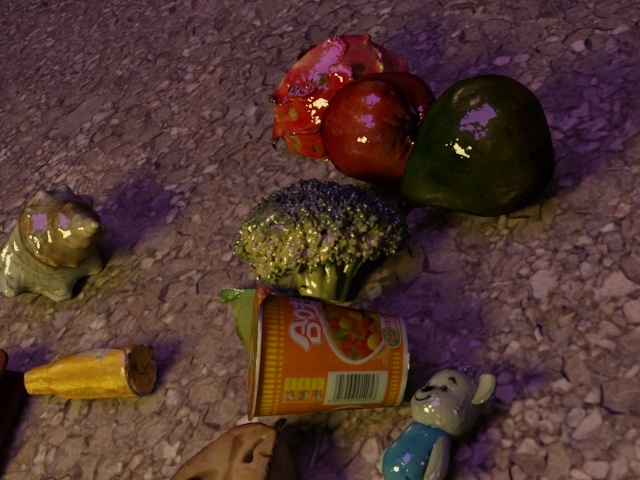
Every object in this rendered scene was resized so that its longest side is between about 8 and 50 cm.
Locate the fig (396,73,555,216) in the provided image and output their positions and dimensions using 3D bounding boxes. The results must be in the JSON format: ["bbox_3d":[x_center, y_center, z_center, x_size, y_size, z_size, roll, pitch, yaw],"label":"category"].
[{"bbox_3d":[0.203,-0.112,1.304,0.245,0.195,0.195,-31,40,10],"label":"fig"}]

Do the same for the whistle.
[{"bbox_3d":[0.116,0.239,1.085,0.114,0.077,0.235,1,50,57],"label":"whistle"}]

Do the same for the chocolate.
[{"bbox_3d":[-0.352,0.203,1.396,0.219,0.085,0.085,-11,44,25],"label":"chocolate"}]

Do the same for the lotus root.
[{"bbox_3d":[-0.115,0.323,1.091,0.170,0.074,0.260,-7,32,25],"label":"lotus root"}]

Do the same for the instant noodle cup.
[{"bbox_3d":[0.008,0.143,1.151,0.185,0.168,0.168,4,43,-8],"label":"instant noodle cup"}]

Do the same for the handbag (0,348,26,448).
[{"bbox_3d":[-0.603,0.298,1.439,0.276,0.084,0.260,-15,41,20],"label":"handbag"}]

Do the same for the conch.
[{"bbox_3d":[-0.469,0.027,1.595,0.203,0.169,0.386,-37,0,-42],"label":"conch"}]

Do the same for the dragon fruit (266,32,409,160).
[{"bbox_3d":[0.029,-0.241,1.550,0.274,0.161,0.126,-28,38,0],"label":"dragon fruit"}]

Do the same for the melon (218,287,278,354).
[{"bbox_3d":[-0.075,0.133,1.339,0.114,0.053,0.262,-55,39,0],"label":"melon"}]

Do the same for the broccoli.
[{"bbox_3d":[0.001,-0.003,1.330,0.198,0.226,0.176,-79,14,-81],"label":"broccoli"}]

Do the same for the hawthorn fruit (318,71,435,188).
[{"bbox_3d":[0.084,-0.165,1.440,0.202,0.185,0.185,-4,45,48],"label":"hawthorn fruit"}]
